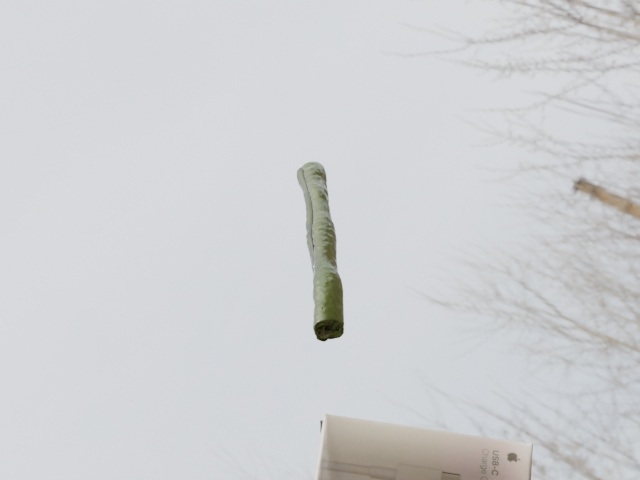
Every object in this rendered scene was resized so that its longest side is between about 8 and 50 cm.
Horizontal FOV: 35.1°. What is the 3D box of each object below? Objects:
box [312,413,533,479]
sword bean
[{"bbox_3d":[0.107,0.322,1.143,0.106,0.251,0.203,93,-173,-52],"label":"box"},{"bbox_3d":[0.000,-0.001,1.099,0.038,0.269,0.043,21,-54,-23],"label":"sword bean"}]
